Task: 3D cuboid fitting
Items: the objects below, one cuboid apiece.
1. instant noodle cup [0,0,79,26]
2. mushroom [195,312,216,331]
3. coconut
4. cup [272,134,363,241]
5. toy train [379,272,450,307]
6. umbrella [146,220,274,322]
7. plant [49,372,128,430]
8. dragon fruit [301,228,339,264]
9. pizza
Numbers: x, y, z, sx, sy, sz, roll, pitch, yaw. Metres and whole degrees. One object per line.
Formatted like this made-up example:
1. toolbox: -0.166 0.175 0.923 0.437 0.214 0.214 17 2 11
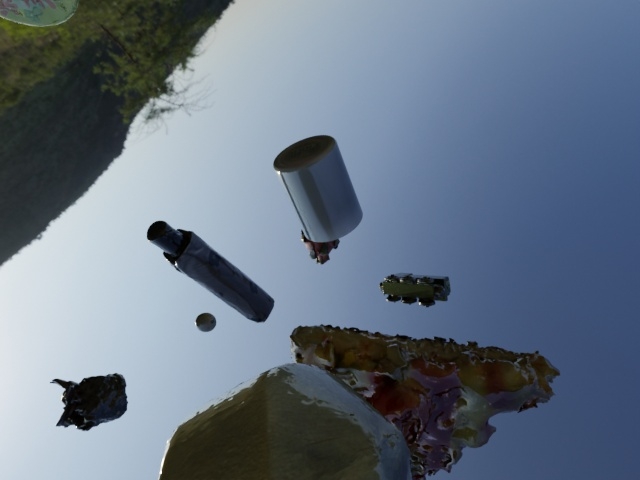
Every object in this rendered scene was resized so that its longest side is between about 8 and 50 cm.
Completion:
1. instant noodle cup: -0.672 -0.687 0.901 0.310 0.311 0.222 -14 -123 26
2. mushroom: -0.455 0.319 1.600 0.085 0.085 0.079 -28 -155 10
3. coconut: -0.022 0.253 0.389 0.247 0.245 0.245 -31 -144 24
4. cup: -0.013 -0.080 0.610 0.099 0.133 0.135 -43 -142 -24
5. toy train: 0.296 0.145 1.239 0.137 0.090 0.225 -7 -175 -43
6. umbrella: -0.197 0.068 0.773 0.067 0.337 0.073 5 -120 33
7. plant: -0.822 0.575 1.439 0.178 0.233 0.204 -39 -122 36
8. dragon fruit: 0.001 0.000 0.910 0.081 0.116 0.086 21 -129 39
9. pizza: 0.182 0.270 0.665 0.405 0.440 0.130 -24 -154 20
